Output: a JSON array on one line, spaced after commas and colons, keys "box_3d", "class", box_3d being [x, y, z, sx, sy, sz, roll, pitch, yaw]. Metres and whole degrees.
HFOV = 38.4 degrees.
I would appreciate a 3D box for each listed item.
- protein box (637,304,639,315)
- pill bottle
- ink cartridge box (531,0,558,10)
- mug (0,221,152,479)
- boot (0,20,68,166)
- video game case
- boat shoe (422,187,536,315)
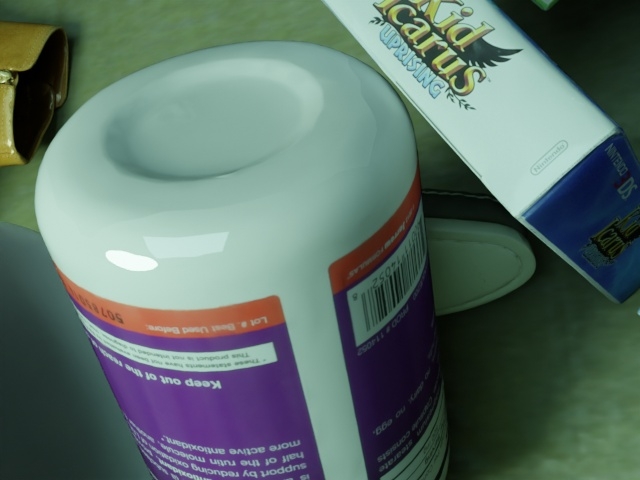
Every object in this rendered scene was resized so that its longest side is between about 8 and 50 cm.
[{"box_3d": [0.301, -0.016, 0.486, 0.199, 0.136, 0.201, 17, 86, 27], "class": "protein box"}, {"box_3d": [-0.024, 0.066, 0.516, 0.181, 0.323, 0.181, -7, 39, 5], "class": "pill bottle"}, {"box_3d": [0.073, -0.322, 0.582, 0.119, 0.207, 0.353, -44, 34, 29], "class": "ink cartridge box"}, {"box_3d": [-0.247, 0.227, 0.645, 0.328, 0.276, 0.374, -39, 95, 19], "class": "mug"}, {"box_3d": [-0.337, -0.191, 0.871, 0.211, 0.104, 0.295, -6, 68, 12], "class": "boot"}, {"box_3d": [0.090, -0.088, 0.529, 0.061, 0.269, 0.244, -44, 64, 11], "class": "video game case"}, {"box_3d": [-0.002, -0.003, 0.646, 0.305, 0.109, 0.091, -5, 49, 24], "class": "boat shoe"}]
